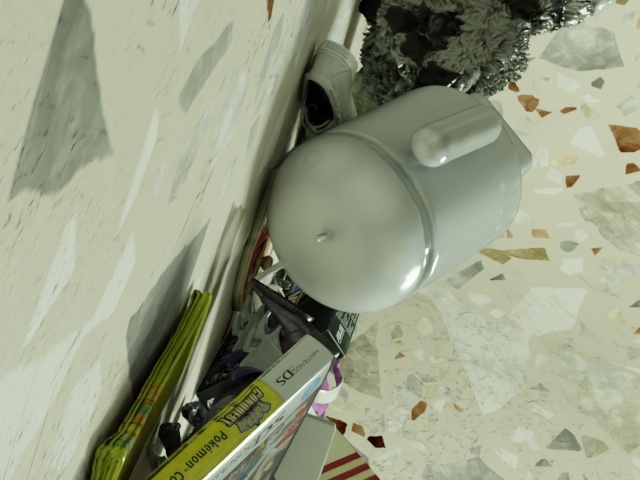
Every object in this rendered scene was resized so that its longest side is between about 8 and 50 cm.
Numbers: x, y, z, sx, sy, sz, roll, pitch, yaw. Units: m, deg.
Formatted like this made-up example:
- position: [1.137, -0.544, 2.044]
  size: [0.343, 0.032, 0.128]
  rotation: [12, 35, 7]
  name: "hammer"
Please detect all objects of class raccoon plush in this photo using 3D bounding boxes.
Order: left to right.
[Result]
- position: [0.210, -0.219, 1.642]
  size: [0.299, 0.446, 0.216]
  rotation: [108, -30, -54]
  name: "raccoon plush"

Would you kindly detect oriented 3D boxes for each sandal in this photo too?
- position: [-0.010, 0.173, 1.651]
  size: [0.416, 0.102, 0.170]
  rotation: [62, 15, -72]
  name: "sandal"

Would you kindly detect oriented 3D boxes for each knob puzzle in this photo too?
- position: [-0.061, -0.002, 1.335]
  size: [0.213, 0.030, 0.213]
  rotation: [20, 90, -88]
  name: "knob puzzle"

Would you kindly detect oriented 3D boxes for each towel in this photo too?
- position: [-0.139, 0.133, 0.888]
  size: [0.237, 0.021, 0.102]
  rotation: [-67, -178, -62]
  name: "towel"

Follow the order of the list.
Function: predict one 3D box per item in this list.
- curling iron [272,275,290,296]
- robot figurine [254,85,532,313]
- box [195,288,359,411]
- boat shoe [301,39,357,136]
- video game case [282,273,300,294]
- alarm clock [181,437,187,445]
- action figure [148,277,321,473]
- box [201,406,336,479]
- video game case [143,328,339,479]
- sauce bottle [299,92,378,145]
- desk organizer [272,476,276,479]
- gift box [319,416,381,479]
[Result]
- position: [-0.093, 0.146, 1.716]
  size: [0.274, 0.035, 0.068]
  rotation: [-68, 173, -53]
  name: "curling iron"
- position: [0.083, -0.047, 1.239]
  size: [0.353, 0.200, 0.300]
  rotation: [-29, 164, -38]
  name: "robot figurine"
- position: [-0.041, 0.115, 1.327]
  size: [0.184, 0.045, 0.191]
  rotation: [-30, -166, 22]
  name: "box"
- position: [0.005, -0.151, 1.264]
  size: [0.063, 0.066, 0.184]
  rotation: [-54, 174, -20]
  name: "boat shoe"
- position: [0.000, 0.000, 1.919]
  size: [0.244, 0.061, 0.270]
  rotation: [-95, -156, -75]
  name: "video game case"
- position: [-0.162, 0.320, 1.354]
  size: [0.129, 0.064, 0.192]
  rotation: [-67, 179, -50]
  name: "alarm clock"
- position: [-0.106, 0.185, 1.133]
  size: [0.285, 0.099, 0.185]
  rotation: [-57, -175, 2]
  name: "action figure"
- position: [-0.073, 0.256, 1.474]
  size: [0.130, 0.170, 0.091]
  rotation: [83, 27, -83]
  name: "box"
- position: [-0.105, 0.227, 0.954]
  size: [0.248, 0.035, 0.275]
  rotation: [-39, 162, -42]
  name: "video game case"
- position: [0.014, -0.074, 1.524]
  size: [0.344, 0.111, 0.111]
  rotation: [109, 2, -66]
  name: "sauce bottle"
- position: [-0.100, 0.241, 1.373]
  size: [0.050, 0.047, 0.130]
  rotation: [115, -45, -76]
  name: "desk organizer"
- position: [-0.040, 0.434, 1.587]
  size: [0.258, 0.276, 0.255]
  rotation: [-12, 133, -42]
  name: "gift box"
